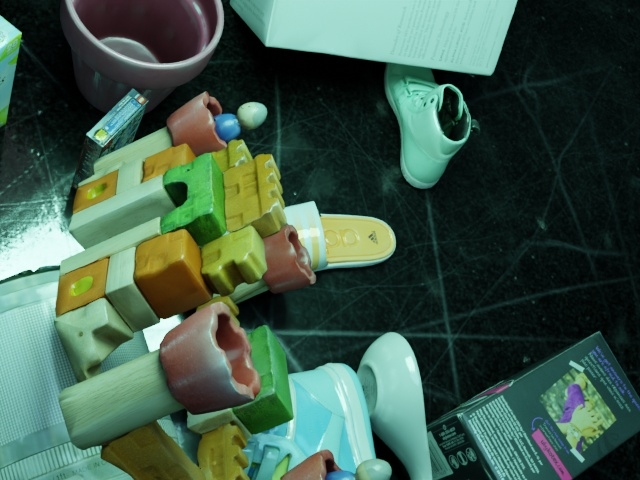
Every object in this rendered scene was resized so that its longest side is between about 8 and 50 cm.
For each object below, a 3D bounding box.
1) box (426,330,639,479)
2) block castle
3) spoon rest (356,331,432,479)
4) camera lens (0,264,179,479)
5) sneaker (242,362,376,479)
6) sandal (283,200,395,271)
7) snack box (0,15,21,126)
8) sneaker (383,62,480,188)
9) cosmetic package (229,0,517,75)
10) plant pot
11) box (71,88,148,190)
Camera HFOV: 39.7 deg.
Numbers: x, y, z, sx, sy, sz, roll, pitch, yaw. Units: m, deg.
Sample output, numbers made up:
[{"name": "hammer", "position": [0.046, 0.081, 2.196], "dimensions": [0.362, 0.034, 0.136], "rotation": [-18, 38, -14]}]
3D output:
[{"name": "box", "position": [0.273, 0.253, 1.177], "dimensions": [0.270, 0.165, 0.143], "rotation": [-22, 77, -31]}, {"name": "block castle", "position": [-0.089, 0.067, 0.918], "dimensions": [0.453, 0.212, 0.303], "rotation": [-101, 164, -53]}, {"name": "spoon rest", "position": [0.095, 0.256, 1.130], "dimensions": [0.084, 0.137, 0.277], "rotation": [5, 77, -22]}, {"name": "camera lens", "position": [-0.276, 0.179, 0.932], "dimensions": [0.219, 0.219, 0.274], "rotation": [-12, 72, -28]}, {"name": "sneaker", "position": [-0.032, 0.304, 1.043], "dimensions": [0.208, 0.127, 0.319], "rotation": [1, 57, -26]}, {"name": "sandal", "position": [-0.002, -0.010, 1.231], "dimensions": [0.265, 0.076, 0.102], "rotation": [-7, 69, -27]}, {"name": "snack box", "position": [-0.439, -0.155, 1.026], "dimensions": [0.070, 0.207, 0.174], "rotation": [38, 57, -3]}, {"name": "sneaker", "position": [0.175, -0.225, 1.370], "dimensions": [0.094, 0.151, 0.256], "rotation": [3, 64, -21]}, {"name": "cosmetic package", "position": [0.078, -0.374, 1.346], "dimensions": [0.384, 0.156, 0.217], "rotation": [2, 29, -21]}, {"name": "plant pot", "position": [-0.250, -0.263, 1.178], "dimensions": [0.201, 0.180, 0.201], "rotation": [10, 62, -20]}, {"name": "box", "position": [-0.269, -0.122, 1.128], "dimensions": [0.027, 0.137, 0.094], "rotation": [38, 57, -3]}]
